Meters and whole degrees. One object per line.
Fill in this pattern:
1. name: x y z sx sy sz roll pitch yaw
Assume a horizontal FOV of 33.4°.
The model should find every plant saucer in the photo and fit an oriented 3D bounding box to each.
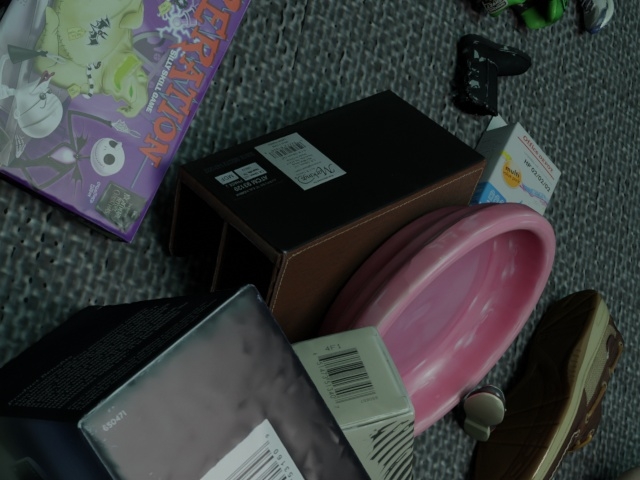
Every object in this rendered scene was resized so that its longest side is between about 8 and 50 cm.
1. plant saucer: 0.111 0.086 1.141 0.332 0.332 0.084 -20 51 -40

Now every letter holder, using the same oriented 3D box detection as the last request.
1. letter holder: 0.000 0.000 1.129 0.302 0.214 0.152 -25 54 -39

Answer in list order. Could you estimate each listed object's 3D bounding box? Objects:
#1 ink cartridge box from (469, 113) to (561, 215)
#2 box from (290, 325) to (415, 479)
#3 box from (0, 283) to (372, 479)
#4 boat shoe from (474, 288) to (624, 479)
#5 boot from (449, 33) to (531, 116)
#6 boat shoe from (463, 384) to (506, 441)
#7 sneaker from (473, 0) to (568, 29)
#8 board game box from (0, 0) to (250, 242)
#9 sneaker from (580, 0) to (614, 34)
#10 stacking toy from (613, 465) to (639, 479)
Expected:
1. ink cartridge box: 0.247 -0.079 1.395 0.104 0.061 0.181 44 57 -25
2. box: 0.025 0.215 1.000 0.094 0.275 0.113 -13 45 -11
3. box: -0.121 0.212 0.887 0.183 0.294 0.296 -39 106 -33
4. boat shoe: 0.308 0.219 1.357 0.123 0.123 0.342 49 49 -20
5. boot: 0.227 -0.211 1.414 0.121 0.045 0.099 14 71 -29
6. boat shoe: 0.199 0.198 1.273 0.049 0.137 0.043 28 65 16
7. sneaker: 0.222 -0.381 1.383 0.343 0.134 0.146 15 73 -37
8. board game box: -0.196 -0.197 1.017 0.208 0.056 0.346 32 76 -35
9. sneaker: 0.401 -0.367 1.589 0.058 0.052 0.135 23 60 -24
10. stacking toy: 0.519 0.527 1.299 0.350 0.351 0.480 -37 101 -38
